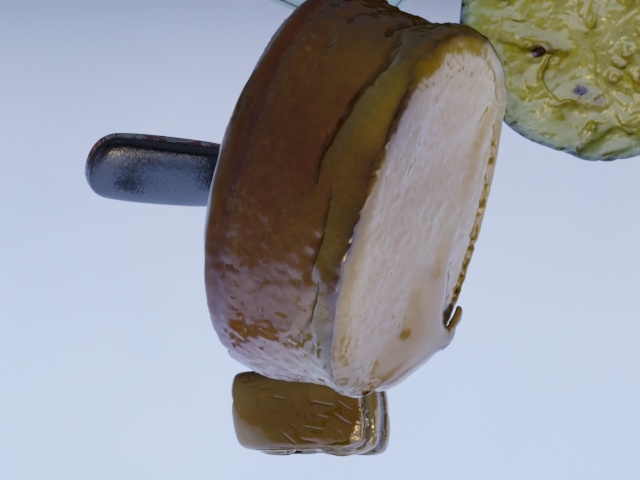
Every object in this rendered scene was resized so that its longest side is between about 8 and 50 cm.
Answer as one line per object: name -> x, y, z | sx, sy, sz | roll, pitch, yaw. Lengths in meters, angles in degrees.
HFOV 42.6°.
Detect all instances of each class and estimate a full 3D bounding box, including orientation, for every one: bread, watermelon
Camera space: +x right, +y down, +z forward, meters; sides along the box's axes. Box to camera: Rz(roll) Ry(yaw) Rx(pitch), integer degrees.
bread -> 0.022, -0.030, 0.553 | 0.142, 0.270, 0.195 | 21, -171, 35
bread -> -0.014, 0.216, 1.034 | 0.200, 0.116, 0.077 | -6, 174, 22
watermelon -> 0.335, -0.264, 0.966 | 0.331, 0.331, 0.189 | 8, -157, 17

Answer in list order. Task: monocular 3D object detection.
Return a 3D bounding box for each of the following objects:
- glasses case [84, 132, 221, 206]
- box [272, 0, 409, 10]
glasses case -> -0.231, -0.107, 1.271 | 0.266, 0.103, 0.067 | 4, -149, -38
box -> 0.050, -0.297, 0.749 | 0.129, 0.225, 0.086 | 18, -119, -23
